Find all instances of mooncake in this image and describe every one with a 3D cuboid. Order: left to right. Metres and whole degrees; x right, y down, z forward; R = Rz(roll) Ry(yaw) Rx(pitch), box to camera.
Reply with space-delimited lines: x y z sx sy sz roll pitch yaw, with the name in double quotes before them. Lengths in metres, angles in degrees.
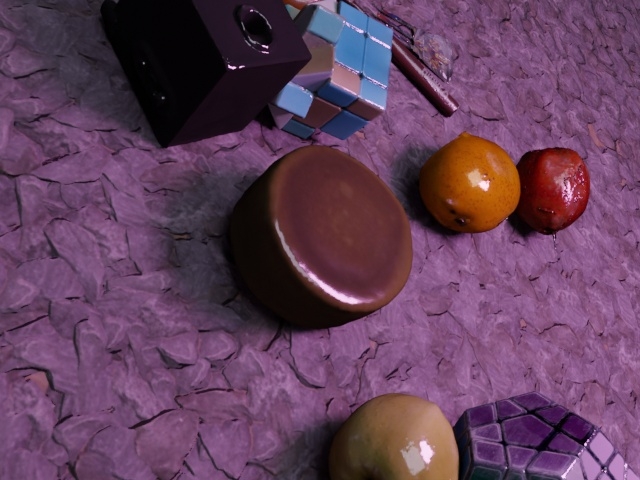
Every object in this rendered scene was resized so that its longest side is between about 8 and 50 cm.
"mooncake" 0.000 0.000 1.058 0.284 0.155 0.285 19 56 -30

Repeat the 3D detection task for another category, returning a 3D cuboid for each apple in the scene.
"apple" 0.106 0.313 0.958 0.200 0.200 0.200 17 58 -29

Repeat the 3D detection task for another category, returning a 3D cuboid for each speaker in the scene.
"speaker" -0.185 -0.316 1.032 0.184 0.232 0.254 -21 81 -43

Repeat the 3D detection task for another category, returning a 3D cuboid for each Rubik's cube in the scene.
"Rubik's cube" -0.005 -0.316 1.178 0.212 0.224 0.266 20 63 -26
"Rubik's cube" 0.315 0.391 1.008 0.263 0.319 0.319 18 54 -1

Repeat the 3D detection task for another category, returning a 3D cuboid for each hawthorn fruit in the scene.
"hawthorn fruit" 0.511 -0.092 1.473 0.181 0.181 0.235 18 58 -29

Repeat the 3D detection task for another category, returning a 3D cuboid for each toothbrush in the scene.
"toothbrush" 0.174 -0.411 1.476 0.364 0.041 0.041 43 49 -10

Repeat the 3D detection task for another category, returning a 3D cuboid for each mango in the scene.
"mango" 0.315 -0.116 1.360 0.191 0.160 0.290 50 38 4

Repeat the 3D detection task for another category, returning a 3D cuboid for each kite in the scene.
"kite" 0.223 -0.464 1.555 0.245 0.015 0.141 25 53 -29

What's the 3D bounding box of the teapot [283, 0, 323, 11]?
"teapot" -0.075 -0.504 1.295 0.251 0.135 0.179 -3 99 -20
